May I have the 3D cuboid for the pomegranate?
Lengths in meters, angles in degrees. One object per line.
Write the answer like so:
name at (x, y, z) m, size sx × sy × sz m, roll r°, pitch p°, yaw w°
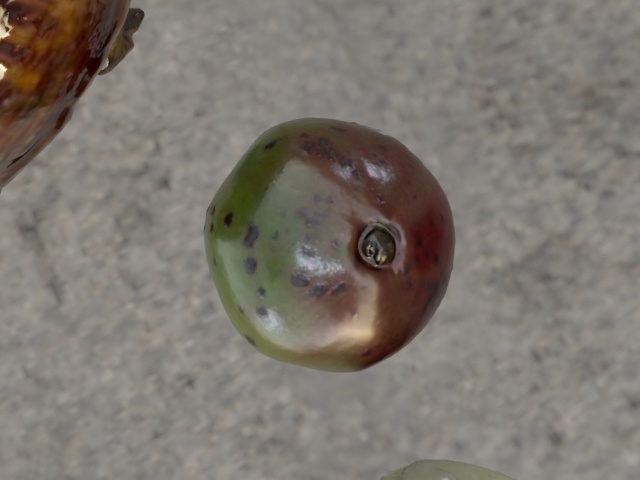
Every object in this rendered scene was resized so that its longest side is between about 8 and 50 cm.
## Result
pomegranate at (0.006, 0.004, 1.001) m, size 0.129 × 0.159 × 0.129 m, roll 0°, pitch 87°, yaw 4°

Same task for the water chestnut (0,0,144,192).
water chestnut at (-0.218, -0.159, 1.015) m, size 0.350 × 0.302 × 0.350 m, roll -18°, pitch 66°, yaw 46°

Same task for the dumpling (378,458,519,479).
dumpling at (0.181, 0.278, 1.086) m, size 0.395 × 0.315 × 0.233 m, roll 53°, pitch 126°, yaw 40°
